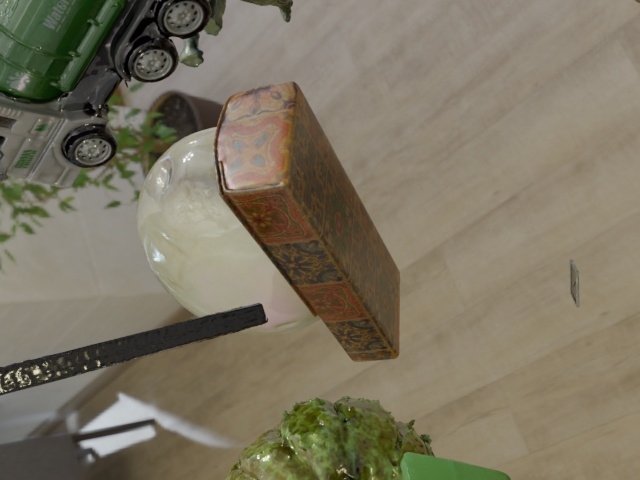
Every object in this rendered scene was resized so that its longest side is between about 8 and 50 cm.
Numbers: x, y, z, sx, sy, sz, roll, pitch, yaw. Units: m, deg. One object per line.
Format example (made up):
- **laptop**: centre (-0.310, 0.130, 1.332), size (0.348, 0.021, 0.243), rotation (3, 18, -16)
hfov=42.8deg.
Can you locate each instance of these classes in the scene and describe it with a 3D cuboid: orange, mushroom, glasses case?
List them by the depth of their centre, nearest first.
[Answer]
- **glasses case**: centre (0.000, 0.000, 0.527), size (0.049, 0.218, 0.075), rotation (-8, 56, 19)
- **orange**: centre (0.013, 0.341, 1.031), size (0.223, 0.300, 0.301), rotation (169, 121, -72)
- **mushroom**: centre (-0.105, -0.004, 1.144), size (0.356, 0.315, 0.315), rotation (140, 123, -78)

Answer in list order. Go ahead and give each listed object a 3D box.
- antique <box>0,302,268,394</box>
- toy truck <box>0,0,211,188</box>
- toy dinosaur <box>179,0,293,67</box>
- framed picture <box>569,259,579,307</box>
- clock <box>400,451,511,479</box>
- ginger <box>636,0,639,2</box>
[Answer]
- **antique**: centre (-0.115, 0.060, 0.426), size (0.031, 0.192, 0.015), rotation (-23, 81, 56)
- **toy truck**: centre (-0.176, -0.148, 0.568), size (0.242, 0.125, 0.101), rotation (-48, 53, 30)
- **toy dinosaur**: centre (-0.116, -0.255, 0.703), size (0.077, 0.363, 0.147), rotation (1, 68, 27)
- **framed picture**: centre (0.446, 0.074, 1.434), size (0.007, 0.089, 0.066), rotation (-2, 101, 11)
- **clock**: centre (0.095, 0.354, 0.691), size (0.220, 0.106, 0.255), rotation (-100, 27, -64)
- **ginger**: centre (0.620, -0.493, 1.469), size (0.190, 0.095, 0.068), rotation (100, 169, -73)
